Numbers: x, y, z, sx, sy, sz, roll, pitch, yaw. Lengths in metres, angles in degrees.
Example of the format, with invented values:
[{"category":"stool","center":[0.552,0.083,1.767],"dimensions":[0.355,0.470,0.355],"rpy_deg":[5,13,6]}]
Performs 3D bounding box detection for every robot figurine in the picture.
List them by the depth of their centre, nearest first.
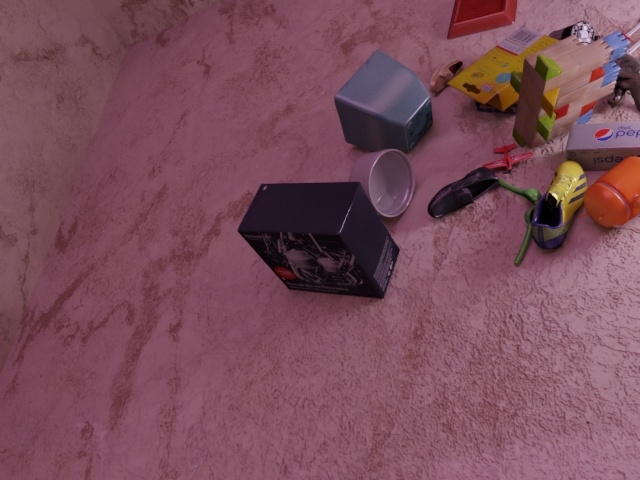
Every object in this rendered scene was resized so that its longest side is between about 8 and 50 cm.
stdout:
[{"category":"robot figurine","center":[0.745,-0.118,1.456],"dimensions":[0.219,0.128,0.158],"rpy_deg":[-37,53,-3]}]

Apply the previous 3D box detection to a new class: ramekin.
[{"category":"ramekin","center":[0.183,-0.177,1.814],"dimensions":[0.109,0.207,0.207],"rpy_deg":[10,58,49]}]

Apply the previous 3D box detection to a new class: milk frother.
[{"category":"milk frother","center":[0.797,-0.601,1.875],"dimensions":[0.135,0.129,0.143],"rpy_deg":[-149,81,-77]}]

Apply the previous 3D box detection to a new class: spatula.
[{"category":"spatula","center":[1.026,-0.644,1.822],"dimensions":[0.242,0.019,0.168],"rpy_deg":[-40,43,-5]}]

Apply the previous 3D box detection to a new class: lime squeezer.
[{"category":"lime squeezer","center":[0.547,-0.078,1.596],"dimensions":[0.109,0.059,0.310],"rpy_deg":[-15,47,21]}]

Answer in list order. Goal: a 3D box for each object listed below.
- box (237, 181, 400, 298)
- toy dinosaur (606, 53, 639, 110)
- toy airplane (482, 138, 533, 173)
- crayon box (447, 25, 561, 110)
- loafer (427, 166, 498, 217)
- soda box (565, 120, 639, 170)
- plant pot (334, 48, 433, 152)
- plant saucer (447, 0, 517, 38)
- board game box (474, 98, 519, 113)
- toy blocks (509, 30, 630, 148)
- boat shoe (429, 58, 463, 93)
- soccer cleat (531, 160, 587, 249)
[{"category":"box","center":[0.000,0.000,1.686],"dimensions":[0.343,0.312,0.179],"rpy_deg":[2,54,34]},{"category":"toy dinosaur","center":[0.861,-0.484,1.712],"dimensions":[0.160,0.121,0.314],"rpy_deg":[-42,37,13]},{"category":"toy airplane","center":[0.553,-0.249,1.764],"dimensions":[0.151,0.028,0.151],"rpy_deg":[-16,46,18]},{"category":"crayon box","center":[0.593,-0.538,1.891],"dimensions":[0.318,0.081,0.202],"rpy_deg":[-36,42,-2]},{"category":"loafer","center":[0.413,-0.135,1.716],"dimensions":[0.223,0.076,0.078],"rpy_deg":[-33,34,-2]},{"category":"soda box","center":[0.807,-0.249,1.556],"dimensions":[0.286,0.091,0.098],"rpy_deg":[3,56,34]},{"category":"plant pot","center":[0.236,-0.437,1.988],"dimensions":[0.252,0.248,0.247],"rpy_deg":[32,73,27]},{"category":"plant saucer","center":[0.624,-0.901,2.285],"dimensions":[0.258,0.048,0.259],"rpy_deg":[-4,50,30]},{"category":"board game box","center":[0.636,-0.516,1.938],"dimensions":[0.165,0.042,0.243],"rpy_deg":[16,63,41]},{"category":"toy blocks","center":[0.683,-0.421,1.617],"dimensions":[0.260,0.381,0.191],"rpy_deg":[-25,61,-2]},{"category":"boat shoe","center":[0.449,-0.590,2.107],"dimensions":[0.059,0.063,0.170],"rpy_deg":[15,61,47]},{"category":"soccer cleat","center":[0.620,-0.110,1.529],"dimensions":[0.093,0.121,0.289],"rpy_deg":[8,58,38]}]
